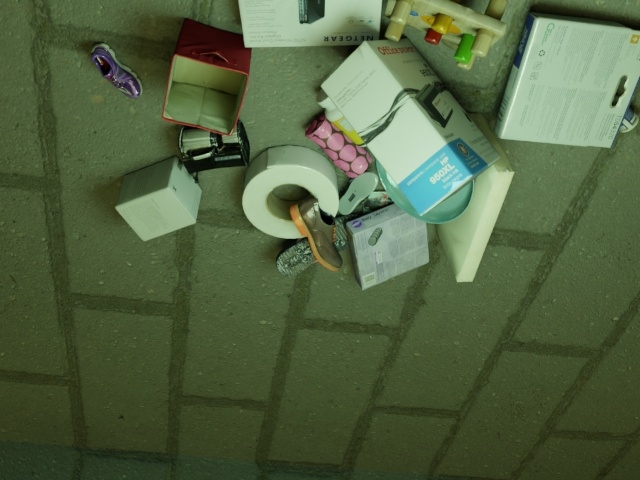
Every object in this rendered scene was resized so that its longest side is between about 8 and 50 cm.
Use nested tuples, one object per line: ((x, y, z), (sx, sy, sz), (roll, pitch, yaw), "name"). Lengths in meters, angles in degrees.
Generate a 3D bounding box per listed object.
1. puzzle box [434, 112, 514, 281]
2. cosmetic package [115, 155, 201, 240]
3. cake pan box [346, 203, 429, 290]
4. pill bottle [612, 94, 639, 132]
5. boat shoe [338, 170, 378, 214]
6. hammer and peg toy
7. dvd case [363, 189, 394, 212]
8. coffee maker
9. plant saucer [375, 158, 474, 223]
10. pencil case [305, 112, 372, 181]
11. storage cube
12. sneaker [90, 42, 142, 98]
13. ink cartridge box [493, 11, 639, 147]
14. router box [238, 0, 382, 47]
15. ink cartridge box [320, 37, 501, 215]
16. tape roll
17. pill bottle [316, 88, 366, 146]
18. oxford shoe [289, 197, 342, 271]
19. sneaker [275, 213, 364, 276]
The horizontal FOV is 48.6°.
((0.421, -0.117, 2.002), (0.052, 0.272, 0.409), (0, 134, -11), "puzzle box")
((-0.468, -0.121, 2.068), (0.183, 0.151, 0.151), (-17, 131, 16), "cosmetic package")
((0.214, 0.014, 2.208), (0.245, 0.070, 0.267), (-22, 134, -9), "cake pan box")
((0.803, -0.352, 1.928), (0.120, 0.067, 0.067), (31, 125, -27), "pill bottle")
((0.123, -0.151, 2.088), (0.065, 0.083, 0.183), (50, 133, 6), "boat shoe")
((0.262, -0.491, 1.617), (0.266, 0.361, 0.127), (22, 95, -1), "hammer and peg toy")
((0.191, -0.120, 2.174), (0.119, 0.013, 0.087), (-1, 133, -1), "dvd case")
((-0.289, -0.252, 1.990), (0.178, 0.120, 0.171), (-5, 156, 6), "coffee maker")
((0.295, -0.197, 1.978), (0.317, 0.043, 0.318), (26, 135, 30), "plant saucer")
((0.046, -0.263, 1.991), (0.209, 0.095, 0.098), (43, 157, -31), "pencil case")
((-0.279, -0.409, 1.772), (0.183, 0.193, 0.215), (12, 131, -12), "storage cube")
((-0.534, -0.426, 1.836), (0.068, 0.071, 0.170), (-27, 129, 22), "sneaker")
((0.649, -0.407, 1.834), (0.330, 0.071, 0.324), (3, 123, -12), "ink cartridge box")
((-0.023, -0.586, 1.632), (0.335, 0.082, 0.301), (-2, 149, 1), "router box")
((0.224, -0.286, 1.716), (0.166, 0.285, 0.395), (-40, 85, 31), "ink cartridge box")
((-0.088, -0.140, 2.092), (0.286, 0.100, 0.286), (0, 134, 0), "tape roll")
((0.077, -0.342, 1.902), (0.103, 0.103, 0.184), (-35, 124, 28), "pill bottle")
((0.013, -0.013, 2.084), (0.098, 0.097, 0.271), (-24, 130, 13), "oxford shoe")
((0.000, 0.000, 2.238), (0.319, 0.131, 0.112), (-25, 102, -2), "sneaker")
